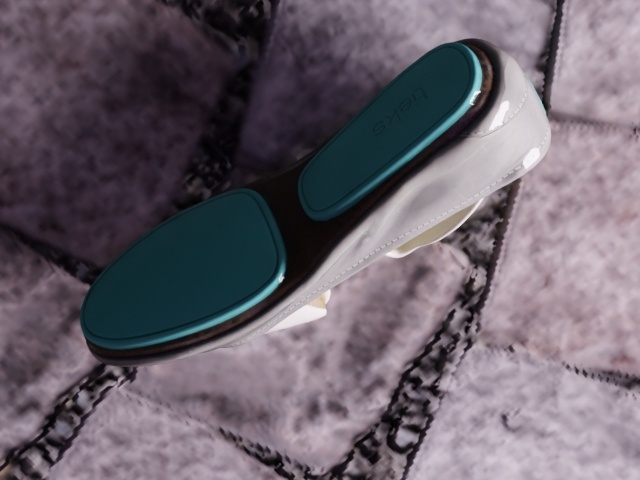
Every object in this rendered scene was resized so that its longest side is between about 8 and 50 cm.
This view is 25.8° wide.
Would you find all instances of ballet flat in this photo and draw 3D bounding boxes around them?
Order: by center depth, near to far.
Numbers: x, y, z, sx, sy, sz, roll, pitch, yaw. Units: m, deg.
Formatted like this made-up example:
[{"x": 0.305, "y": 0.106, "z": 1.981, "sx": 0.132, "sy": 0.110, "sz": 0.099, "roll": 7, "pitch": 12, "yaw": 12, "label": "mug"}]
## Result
[{"x": 0.000, "y": 0.000, "z": 0.569, "sx": 0.213, "sy": 0.072, "sz": 0.068, "roll": -33, "pitch": 136, "yaw": 17, "label": "ballet flat"}]
